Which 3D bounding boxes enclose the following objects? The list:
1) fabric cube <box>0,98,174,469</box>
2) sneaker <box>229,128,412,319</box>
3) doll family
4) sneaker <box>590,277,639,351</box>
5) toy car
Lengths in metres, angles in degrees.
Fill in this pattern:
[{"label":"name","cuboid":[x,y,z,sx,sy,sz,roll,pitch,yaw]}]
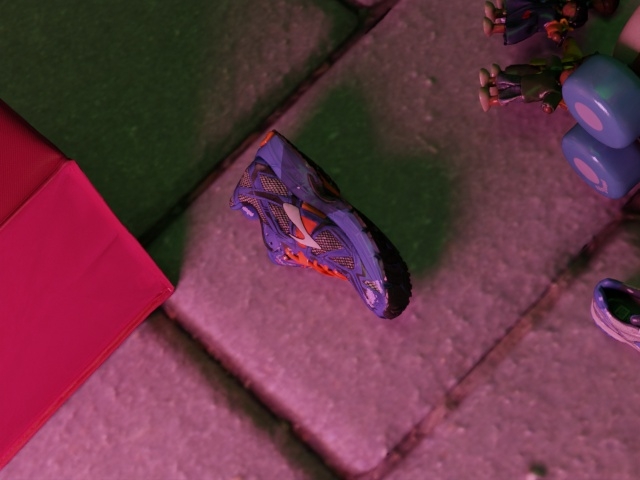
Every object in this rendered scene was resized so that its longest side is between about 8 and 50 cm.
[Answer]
[{"label":"fabric cube","cuboid":[-0.330,0.009,1.458,0.258,0.259,0.254,37,78,29]},{"label":"sneaker","cuboid":[0.000,0.000,1.469,0.087,0.083,0.221,-47,52,6]},{"label":"doll family","cuboid":[0.206,-0.177,1.493,0.111,0.076,0.193,-7,57,20]},{"label":"sneaker","cuboid":[0.271,0.073,1.342,0.135,0.058,0.052,29,74,28]},{"label":"toy car","cuboid":[0.351,-0.095,1.337,0.219,0.210,0.238,-43,70,-9]}]
